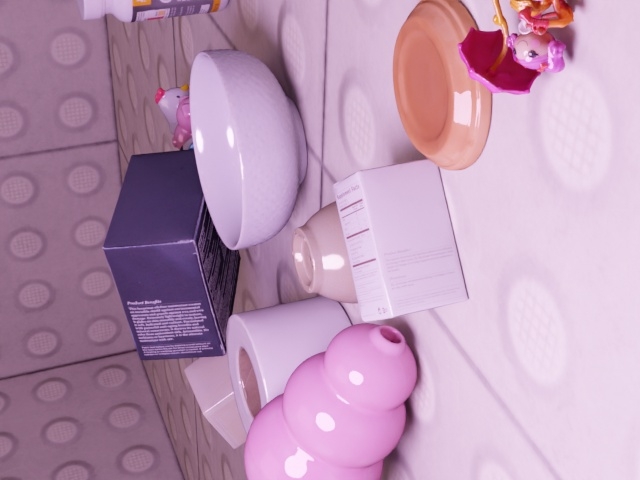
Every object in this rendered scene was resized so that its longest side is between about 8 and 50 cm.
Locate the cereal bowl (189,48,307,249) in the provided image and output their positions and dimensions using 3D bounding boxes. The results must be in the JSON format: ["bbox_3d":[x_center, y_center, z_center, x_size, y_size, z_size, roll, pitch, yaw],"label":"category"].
[{"bbox_3d":[-0.115,-0.160,1.726,0.339,0.141,0.338,169,90,-71],"label":"cereal bowl"}]

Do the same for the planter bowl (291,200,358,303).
[{"bbox_3d":[0.023,0.020,1.468,0.162,0.109,0.162,169,90,-73],"label":"planter bowl"}]

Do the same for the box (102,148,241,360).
[{"bbox_3d":[-0.278,0.023,1.967,0.296,0.183,0.294,-87,-9,-51],"label":"box"}]

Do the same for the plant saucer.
[{"bbox_3d":[0.129,-0.176,1.150,0.200,0.037,0.199,170,90,-72],"label":"plant saucer"}]

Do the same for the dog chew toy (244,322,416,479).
[{"bbox_3d":[0.026,0.252,1.439,0.331,0.207,0.206,-60,39,29],"label":"dog chew toy"}]

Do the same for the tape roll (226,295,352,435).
[{"bbox_3d":[-0.043,0.223,1.687,0.246,0.169,0.246,168,90,-72],"label":"tape roll"}]

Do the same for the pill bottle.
[{"bbox_3d":[-0.323,-0.501,1.931,0.162,0.279,0.162,168,90,-72],"label":"pill bottle"}]

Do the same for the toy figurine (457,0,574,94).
[{"bbox_3d":[0.180,-0.206,0.917,0.173,0.130,0.159,18,135,42],"label":"toy figurine"}]

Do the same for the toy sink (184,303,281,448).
[{"bbox_3d":[-0.119,0.261,1.959,0.131,0.234,0.153,56,177,-35],"label":"toy sink"}]

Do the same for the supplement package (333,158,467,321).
[{"bbox_3d":[0.095,0.000,1.244,0.105,0.105,0.179,156,103,-72],"label":"supplement package"}]

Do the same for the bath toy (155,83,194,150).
[{"bbox_3d":[-0.269,-0.241,2.160,0.129,0.151,0.348,40,-170,-35],"label":"bath toy"}]
